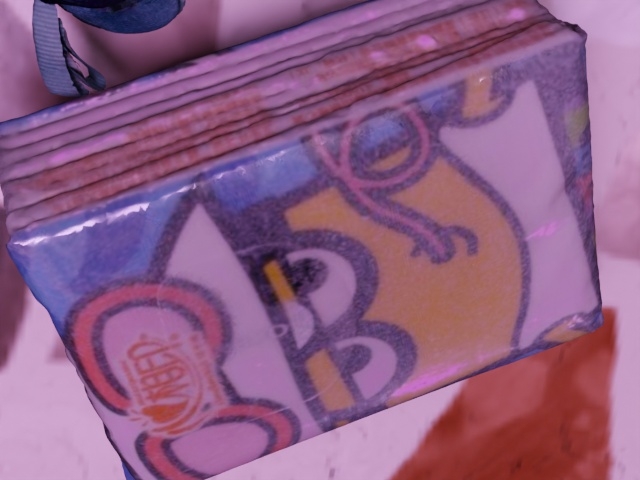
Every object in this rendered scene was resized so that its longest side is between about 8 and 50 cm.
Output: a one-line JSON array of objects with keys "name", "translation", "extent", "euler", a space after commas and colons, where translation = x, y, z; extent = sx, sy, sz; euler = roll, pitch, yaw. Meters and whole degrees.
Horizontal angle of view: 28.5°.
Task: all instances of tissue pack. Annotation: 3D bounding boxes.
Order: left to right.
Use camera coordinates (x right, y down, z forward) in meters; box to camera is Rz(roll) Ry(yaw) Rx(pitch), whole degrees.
[{"name": "tissue pack", "translation": [0.000, 0.000, 0.360], "extent": [0.155, 0.065, 0.116], "euler": [-21, 132, -6]}]

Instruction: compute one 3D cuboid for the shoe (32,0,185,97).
[{"name": "shoe", "translation": [-0.019, -0.132, 0.327], "extent": [0.207, 0.091, 0.106], "euler": [-44, 137, -1]}]
